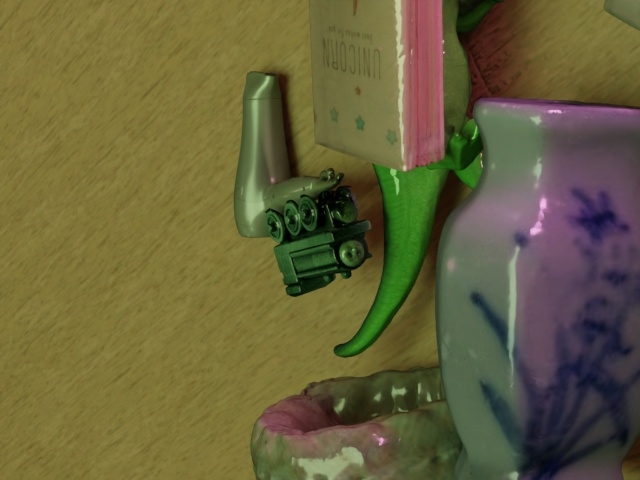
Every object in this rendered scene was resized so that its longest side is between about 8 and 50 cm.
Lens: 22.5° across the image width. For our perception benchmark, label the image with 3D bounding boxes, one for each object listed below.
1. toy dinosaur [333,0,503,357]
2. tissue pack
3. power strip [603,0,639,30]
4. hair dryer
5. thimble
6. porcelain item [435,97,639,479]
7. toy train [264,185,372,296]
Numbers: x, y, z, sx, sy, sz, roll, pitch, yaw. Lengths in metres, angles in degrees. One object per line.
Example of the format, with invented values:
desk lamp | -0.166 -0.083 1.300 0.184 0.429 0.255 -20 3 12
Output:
toy dinosaur | 0.052 -0.145 1.808 0.500 0.144 0.374 -51 58 35
tissue pack | 0.054 -0.245 1.631 0.170 0.071 0.325 19 117 50
power strip | 0.359 -0.201 1.493 0.288 0.093 0.053 38 124 35
hair dryer | -0.033 -0.099 1.926 0.237 0.075 0.206 12 103 61
thimble | 0.070 0.260 1.777 0.291 0.291 0.195 -4 100 47
porcelain item | 0.228 0.065 1.593 0.178 0.243 0.405 -156 68 -66
toy train | 0.000 0.000 1.812 0.170 0.071 0.111 -15 94 63
